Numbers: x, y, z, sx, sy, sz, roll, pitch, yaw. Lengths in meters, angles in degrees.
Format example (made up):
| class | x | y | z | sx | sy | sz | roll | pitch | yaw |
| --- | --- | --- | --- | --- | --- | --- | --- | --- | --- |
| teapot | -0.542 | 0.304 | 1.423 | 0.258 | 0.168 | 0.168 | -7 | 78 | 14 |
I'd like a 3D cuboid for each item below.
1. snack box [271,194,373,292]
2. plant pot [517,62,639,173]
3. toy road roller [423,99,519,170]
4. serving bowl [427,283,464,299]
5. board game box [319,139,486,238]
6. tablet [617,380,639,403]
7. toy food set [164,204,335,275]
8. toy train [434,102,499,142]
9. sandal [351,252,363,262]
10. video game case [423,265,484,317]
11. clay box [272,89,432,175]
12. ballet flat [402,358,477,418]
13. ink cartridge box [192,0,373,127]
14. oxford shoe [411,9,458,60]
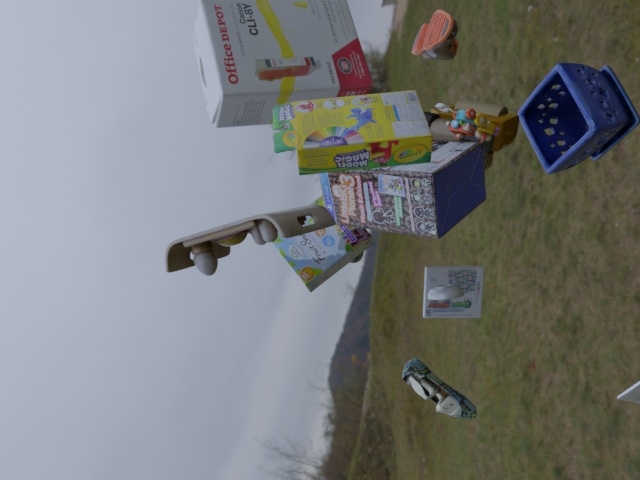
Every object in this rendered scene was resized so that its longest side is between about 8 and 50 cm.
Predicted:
| class | x | y | z | sx | sy | sz | roll | pitch | yaw |
| --- | --- | --- | --- | --- | --- | --- | --- | --- | --- |
| snack box | 0.000 | 0.000 | 1.474 | 0.207 | 0.174 | 0.070 | -39 | -24 | -4 |
| plant pot | 0.745 | -0.352 | 1.653 | 0.236 | 0.212 | 0.235 | 117 | 140 | -62 |
| toy road roller | 0.380 | -0.234 | 1.569 | 0.329 | 0.203 | 0.240 | -31 | -48 | -48 |
| serving bowl | 0.289 | 0.118 | 1.344 | 0.083 | 0.083 | 0.027 | -17 | -80 | -82 |
| board game box | 0.185 | -0.127 | 1.296 | 0.232 | 0.291 | 0.141 | -33 | -58 | -42 |
| tablet | 0.427 | 0.196 | 0.758 | 0.054 | 0.083 | 0.006 | -49 | 44 | 25 |
| toy food set | -0.145 | 0.003 | 1.211 | 0.220 | 0.306 | 0.092 | -17 | -87 | -61 |
| toy train | 0.297 | -0.233 | 1.201 | 0.166 | 0.125 | 0.046 | 13 | -86 | -59 |
| sandal | 0.082 | -0.011 | 1.975 | 0.303 | 0.086 | 0.120 | -131 | 43 | -53 |
| video game case | 0.357 | 0.139 | 1.556 | 0.019 | 0.157 | 0.143 | -95 | 4 | -76 |
| clay box | 0.043 | -0.160 | 0.857 | 0.127 | 0.222 | 0.053 | -95 | -1 | -45 |
| ballet flat | 0.258 | 0.344 | 1.286 | 0.070 | 0.188 | 0.070 | -49 | -15 | -17 |
| ink cartridge box | -0.100 | -0.449 | 1.447 | 0.160 | 0.385 | 0.279 | 131 | 127 | -65 |
| oxford shoe | 0.412 | -0.675 | 1.932 | 0.363 | 0.133 | 0.129 | -101 | 31 | -77 |
